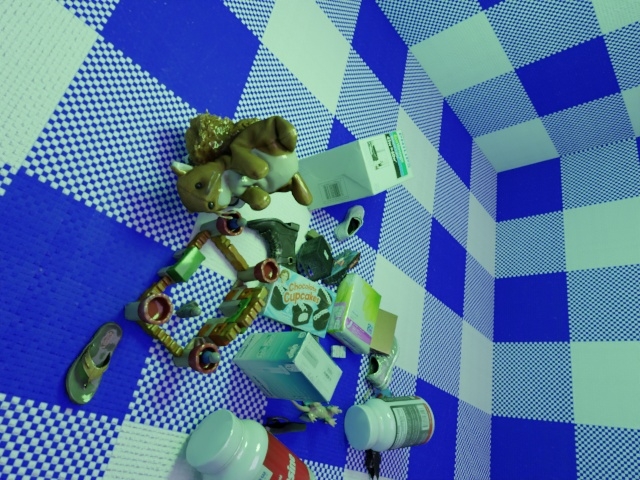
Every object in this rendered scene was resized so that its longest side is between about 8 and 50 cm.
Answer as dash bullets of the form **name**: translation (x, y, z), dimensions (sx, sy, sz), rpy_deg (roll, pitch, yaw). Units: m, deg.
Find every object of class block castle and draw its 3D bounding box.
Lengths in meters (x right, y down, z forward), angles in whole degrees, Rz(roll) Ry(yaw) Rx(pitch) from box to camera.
- **block castle**: translation (-0.329, 0.152, 1.377), dimensions (0.303, 0.212, 0.453), rpy_deg (56, 45, -24)

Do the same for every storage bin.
- **storage bin**: translation (-0.013, 0.072, 1.806), dimensions (0.122, 0.084, 0.180), rpy_deg (63, 16, -19)

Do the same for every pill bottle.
- **pill bottle**: translation (0.294, 0.783, 1.921), dimensions (0.362, 0.210, 0.210), rpy_deg (10, 73, -34)
- **pill bottle**: translation (-0.208, 0.703, 1.371), dimensions (0.408, 0.229, 0.229), rpy_deg (53, 46, -27)

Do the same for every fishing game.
- **fishing game**: translation (0.296, 0.773, 2.086), dimensions (0.189, 0.041, 0.264), rpy_deg (-40, 112, -43)

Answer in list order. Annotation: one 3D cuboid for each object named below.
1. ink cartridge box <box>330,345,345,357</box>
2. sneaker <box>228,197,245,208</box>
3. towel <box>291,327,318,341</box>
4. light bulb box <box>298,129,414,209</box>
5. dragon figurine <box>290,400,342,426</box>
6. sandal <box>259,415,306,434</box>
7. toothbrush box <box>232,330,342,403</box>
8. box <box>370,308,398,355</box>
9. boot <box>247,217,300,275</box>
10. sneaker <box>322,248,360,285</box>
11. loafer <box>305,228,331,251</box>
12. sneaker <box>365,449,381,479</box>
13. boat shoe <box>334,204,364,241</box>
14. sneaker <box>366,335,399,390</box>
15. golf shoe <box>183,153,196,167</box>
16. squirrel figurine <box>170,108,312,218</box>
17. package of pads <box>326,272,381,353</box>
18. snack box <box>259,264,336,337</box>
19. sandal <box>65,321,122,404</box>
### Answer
- **ink cartridge box**: translation (0.070, 0.472, 1.903), dimensions (0.083, 0.028, 0.048), rpy_deg (20, 66, -46)
- **sneaker**: translation (-0.322, -0.251, 1.575), dimensions (0.108, 0.100, 0.272), rpy_deg (2, 79, -44)
- **towel**: translation (-0.059, 0.358, 1.783), dimensions (0.148, 0.027, 0.110), rpy_deg (18, 66, -44)
- **light bulb box**: translation (0.150, -0.306, 1.933), dimensions (0.361, 0.357, 0.225), rpy_deg (-26, 103, -48)
- **dragon figurine**: translation (-0.027, 0.648, 1.703), dimensions (0.289, 0.144, 0.085), rpy_deg (22, 65, -23)
- **sandal**: translation (-0.145, 0.641, 1.571), dimensions (0.254, 0.097, 0.055), rpy_deg (28, 61, -54)
- **toothbrush box**: translation (-0.112, 0.422, 1.499), dimensions (0.216, 0.295, 0.126), rpy_deg (54, 44, -24)
- **box**: translation (0.269, 0.415, 2.089), dimensions (0.164, 0.021, 0.201), rpy_deg (22, 59, -7)
- **boot**: translation (-0.171, 0.037, 1.690), dimensions (0.262, 0.091, 0.229), rpy_deg (10, 82, -41)
- **sneaker**: translation (0.082, 0.116, 1.975), dimensions (0.221, 0.087, 0.083), rpy_deg (-39, 141, -32)
- **loafer**: translation (0.000, 0.000, 1.916), dimensions (0.148, 0.056, 0.050), rpy_deg (41, 59, -36)
- **sneaker**: translation (0.224, 0.950, 1.949), dimensions (0.089, 0.051, 0.170), rpy_deg (-42, 116, -50)
- **boat shoe**: translation (0.159, -0.083, 2.098), dimensions (0.095, 0.084, 0.258), rpy_deg (56, 45, -23)
- **sneaker**: translation (0.288, 0.543, 2.083), dimensions (0.115, 0.105, 0.281), rpy_deg (38, 47, -21)
- **golf shoe**: translation (-0.418, -0.234, 1.488), dimensions (0.093, 0.077, 0.198), rpy_deg (21, 61, -29)
- **squirrel figurine**: translation (-0.280, -0.230, 1.398), dimensions (0.370, 0.397, 0.281), rpy_deg (-28, 141, -16)
- **package of pads**: translation (0.151, 0.319, 1.981), dimensions (0.229, 0.101, 0.297), rpy_deg (44, 50, -35)
- **snack box**: translation (-0.083, 0.235, 1.699), dimensions (0.322, 0.060, 0.187), rpy_deg (30, 70, -40)
- **sandal**: translation (-0.578, 0.313, 1.165), dimensions (0.090, 0.060, 0.219), rpy_deg (47, 49, -32)
